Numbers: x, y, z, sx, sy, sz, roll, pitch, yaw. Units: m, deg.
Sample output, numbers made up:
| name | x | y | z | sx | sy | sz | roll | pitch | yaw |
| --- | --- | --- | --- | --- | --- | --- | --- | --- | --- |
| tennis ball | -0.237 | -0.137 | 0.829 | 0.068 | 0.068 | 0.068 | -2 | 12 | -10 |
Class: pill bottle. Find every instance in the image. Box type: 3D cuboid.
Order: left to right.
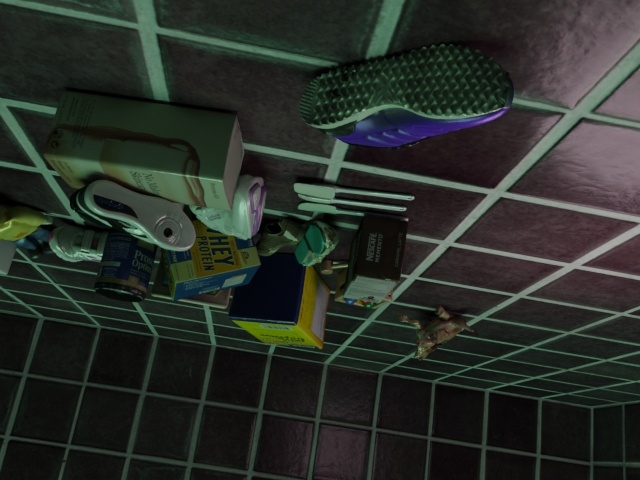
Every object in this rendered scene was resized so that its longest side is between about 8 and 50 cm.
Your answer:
| name | x | y | z | sx | sy | sz | roll | pitch | yaw |
| --- | --- | --- | --- | --- | --- | --- | --- | --- | --- |
| pill bottle | -0.465 | 0.031 | 1.569 | 0.123 | 0.219 | 0.123 | 8 | 161 | 3 |

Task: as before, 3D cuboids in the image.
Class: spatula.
| name | x | y | z | sx | sy | sz | roll | pitch | yaw |
| --- | --- | --- | --- | --- | --- | --- | --- | --- | --- |
| spatula | 0.068 | -0.077 | 1.334 | 0.242 | 0.019 | 0.168 | 8 | 160 | 3 |

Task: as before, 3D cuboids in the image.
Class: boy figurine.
| name | x | y | z | sx | sy | sz | roll | pitch | yaw |
| --- | --- | --- | --- | --- | --- | --- | --- | --- | --- |
| boy figurine | -0.804 | -0.034 | 1.707 | 0.177 | 0.092 | 0.285 | -17 | 163 | 2 |

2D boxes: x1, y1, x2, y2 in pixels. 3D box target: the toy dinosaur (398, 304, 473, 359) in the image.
| name | x | y | z | sx | sy | sz | roll | pitch | yaw |
| --- | --- | --- | --- | --- | --- | --- | --- | --- | --- |
| toy dinosaur | 0.396 | 0.296 | 2.122 | 0.200 | 0.127 | 0.296 | 16 | 149 | -42 |

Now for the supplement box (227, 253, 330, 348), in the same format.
| name | x | y | z | sx | sy | sz | roll | pitch | yaw |
| --- | --- | --- | --- | --- | --- | --- | --- | --- | --- |
| supplement box | -0.109 | 0.184 | 1.889 | 0.196 | 0.194 | 0.356 | 3 | 160 | 14 |

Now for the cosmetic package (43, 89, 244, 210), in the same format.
| name | x | y | z | sx | sy | sz | roll | pitch | yaw |
| --- | --- | --- | --- | --- | --- | --- | --- | --- | --- |
| cosmetic package | -0.292 | -0.150 | 1.111 | 0.297 | 0.129 | 0.153 | 7 | 162 | 2 |

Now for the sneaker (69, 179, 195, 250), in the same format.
| name | x | y | z | sx | sy | sz | roll | pitch | yaw |
| --- | --- | --- | --- | --- | --- | --- | --- | --- | --- |
| sneaker | -0.336 | -0.044 | 1.149 | 0.217 | 0.079 | 0.121 | 31 | 158 | -37 |

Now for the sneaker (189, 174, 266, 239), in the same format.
| name | x | y | z | sx | sy | sz | roll | pitch | yaw |
| --- | --- | --- | --- | --- | --- | --- | --- | --- | --- |
| sneaker | -0.195 | -0.065 | 1.311 | 0.152 | 0.114 | 0.305 | 15 | 167 | -10 |

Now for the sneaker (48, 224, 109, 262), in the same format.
| name | x | y | z | sx | sy | sz | roll | pitch | yaw |
| --- | --- | --- | --- | --- | --- | --- | --- | --- | --- |
| sneaker | -0.618 | 0.012 | 1.788 | 0.252 | 0.102 | 0.111 | 16 | 156 | -40 |

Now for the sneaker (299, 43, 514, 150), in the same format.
| name | x | y | z | sx | sy | sz | roll | pitch | yaw |
| --- | --- | --- | --- | --- | --- | --- | --- | --- | --- |
| sneaker | 0.130 | -0.184 | 0.898 | 0.294 | 0.102 | 0.146 | 3 | 165 | 31 |

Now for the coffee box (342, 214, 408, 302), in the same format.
| name | x | y | z | sx | sy | sz | roll | pitch | yaw |
| --- | --- | --- | --- | --- | --- | --- | --- | --- | --- |
| coffee box | 0.120 | 0.048 | 1.469 | 0.098 | 0.141 | 0.246 | 10 | 163 | -2 |

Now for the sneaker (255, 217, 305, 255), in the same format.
| name | x | y | z | sx | sy | sz | roll | pitch | yaw |
| --- | --- | --- | --- | --- | --- | --- | --- | --- | --- |
| sneaker | -0.112 | -0.017 | 1.546 | 0.071 | 0.066 | 0.188 | 40 | 145 | -23 |

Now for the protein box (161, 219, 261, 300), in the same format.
| name | x | y | z | sx | sy | sz | roll | pitch | yaw |
| --- | --- | --- | --- | --- | --- | --- | --- | --- | --- |
| protein box | -0.266 | 0.040 | 1.535 | 0.200 | 0.135 | 0.201 | -12 | 167 | -18 |

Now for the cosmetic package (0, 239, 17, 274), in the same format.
| name | x | y | z | sx | sy | sz | roll | pitch | yaw |
| --- | --- | --- | --- | --- | --- | --- | --- | --- | --- |
| cosmetic package | -0.958 | -0.008 | 1.777 | 0.152 | 0.151 | 0.183 | 5 | 159 | 12 |

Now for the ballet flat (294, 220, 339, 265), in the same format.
| name | x | y | z | sx | sy | sz | roll | pitch | yaw |
| --- | --- | --- | --- | --- | --- | --- | --- | --- | --- |
| ballet flat | 0.000 | 0.000 | 1.523 | 0.077 | 0.091 | 0.241 | -18 | 173 | -19 |

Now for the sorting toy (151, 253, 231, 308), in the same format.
| name | x | y | z | sx | sy | sz | roll | pitch | yaw |
| --- | --- | --- | --- | --- | --- | --- | --- | --- | --- |
| sorting toy | -0.318 | 0.070 | 1.658 | 0.193 | 0.208 | 0.038 | 11 | 143 | -6 |

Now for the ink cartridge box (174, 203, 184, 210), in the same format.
| name | x | y | z | sx | sy | sz | roll | pitch | yaw |
| --- | --- | --- | --- | --- | --- | --- | --- | --- | --- |
| ink cartridge box | -0.422 | -0.086 | 1.447 | 0.198 | 0.067 | 0.115 | 1 | 161 | 20 |

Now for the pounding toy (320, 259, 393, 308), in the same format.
| name | x | y | z | sx | sy | sz | roll | pitch | yaw |
| --- | --- | --- | --- | --- | --- | --- | --- | --- | --- |
| pounding toy | 0.093 | 0.120 | 1.772 | 0.206 | 0.094 | 0.181 | 13 | 161 | -14 |
